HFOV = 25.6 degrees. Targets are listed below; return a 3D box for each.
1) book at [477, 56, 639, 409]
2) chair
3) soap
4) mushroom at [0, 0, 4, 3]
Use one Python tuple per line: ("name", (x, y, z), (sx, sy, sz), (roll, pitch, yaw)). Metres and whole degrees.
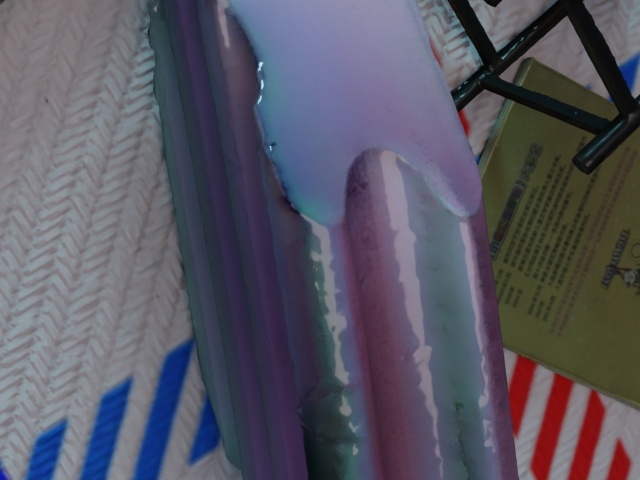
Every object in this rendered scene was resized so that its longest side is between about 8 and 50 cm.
("book", (0.172, 0.002, 0.875), (0.192, 0.013, 0.168), (25, 86, -22))
("chair", (0.169, -0.185, 0.770), (0.260, 0.154, 0.141), (-42, 124, -10))
("soap", (0.000, 0.000, 0.710), (0.109, 0.193, 0.323), (-13, 100, -22))
("mushroom", (-0.127, -0.208, 0.689), (0.107, 0.087, 0.333), (32, 90, -49))
